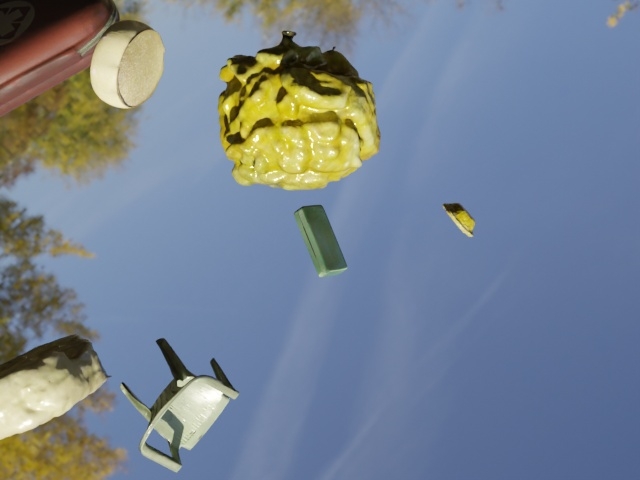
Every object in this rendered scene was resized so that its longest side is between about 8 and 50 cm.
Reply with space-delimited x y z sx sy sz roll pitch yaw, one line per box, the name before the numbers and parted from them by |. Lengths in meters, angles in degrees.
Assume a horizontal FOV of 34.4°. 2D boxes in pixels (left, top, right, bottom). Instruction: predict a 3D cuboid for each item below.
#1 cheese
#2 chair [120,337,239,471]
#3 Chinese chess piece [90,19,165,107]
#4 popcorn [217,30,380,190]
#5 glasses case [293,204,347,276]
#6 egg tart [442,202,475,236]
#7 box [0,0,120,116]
cheese | -0.541 0.272 1.942 0.318 0.115 0.326 -21 -172 33
chair | -0.291 0.329 2.082 0.203 0.190 0.274 -52 -150 -1
Chinese chess piece | -0.266 -0.243 1.425 0.051 0.122 0.122 21 -124 18
popcorn | -0.037 -0.185 1.476 0.249 0.225 0.249 -13 -169 2
glasses case | 0.000 0.000 2.593 0.077 0.184 0.039 -7 159 -45
egg tart | 0.330 -0.055 2.423 0.039 0.105 0.105 -41 -157 11
box | -0.569 -0.359 1.917 0.403 0.108 0.263 -33 -132 -11
